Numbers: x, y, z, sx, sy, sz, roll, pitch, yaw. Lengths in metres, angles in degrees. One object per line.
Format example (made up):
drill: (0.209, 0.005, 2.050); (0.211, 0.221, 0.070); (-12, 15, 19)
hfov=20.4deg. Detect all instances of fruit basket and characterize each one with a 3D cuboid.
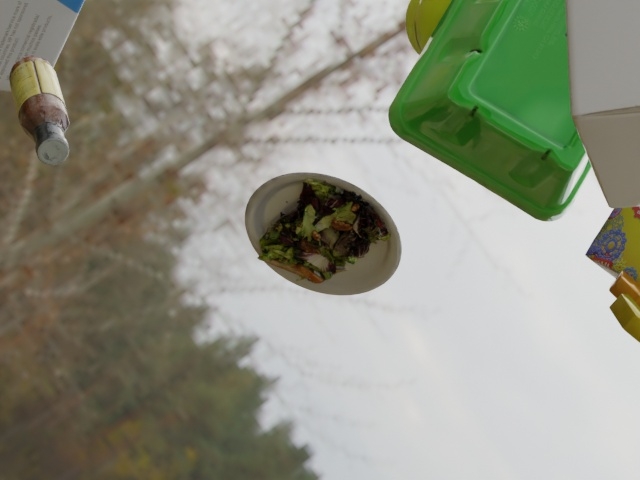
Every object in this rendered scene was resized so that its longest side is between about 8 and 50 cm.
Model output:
fruit basket: (0.245, -0.237, 2.112); (0.283, 0.392, 0.392); (31, -10, -3)

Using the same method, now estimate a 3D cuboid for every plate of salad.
plate of salad: (0.000, 0.000, 2.165); (0.200, 0.048, 0.199); (11, -46, 12)

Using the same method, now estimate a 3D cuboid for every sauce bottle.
sauce bottle: (-0.230, -0.105, 1.463); (0.128, 0.042, 0.042); (-112, 176, -53)

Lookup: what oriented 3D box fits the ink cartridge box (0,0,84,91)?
ink cartridge box: (-0.433, -0.311, 1.763); (0.285, 0.395, 0.166); (-54, -139, 45)

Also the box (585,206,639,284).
box: (0.499, 0.048, 1.924); (0.279, 0.177, 0.290); (33, 0, -35)

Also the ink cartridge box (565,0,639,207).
ink cartridge box: (0.254, -0.161, 1.174); (0.171, 0.168, 0.232); (47, 40, -64)

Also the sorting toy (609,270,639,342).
sorting toy: (0.395, 0.143, 1.654); (0.307, 0.041, 0.229); (40, 18, 2)
